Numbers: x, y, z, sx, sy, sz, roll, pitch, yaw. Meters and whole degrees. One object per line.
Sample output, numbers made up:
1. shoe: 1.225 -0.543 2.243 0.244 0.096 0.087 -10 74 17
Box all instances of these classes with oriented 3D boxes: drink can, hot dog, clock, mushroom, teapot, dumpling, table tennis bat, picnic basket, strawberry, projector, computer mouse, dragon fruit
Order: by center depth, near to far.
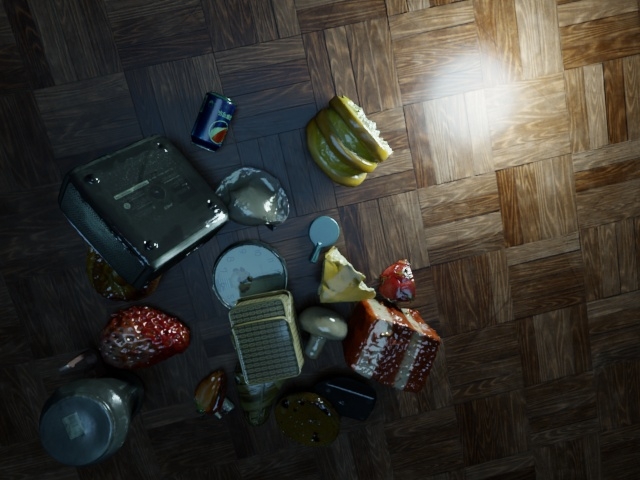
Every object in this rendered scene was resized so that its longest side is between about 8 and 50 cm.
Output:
1. projector: -0.586 -0.111 1.502 0.405 0.395 0.242 50 137 -4
2. drink can: -0.397 -0.434 1.628 0.118 0.118 0.205 23 99 -9
3. hot dog: -0.720 0.056 1.661 0.267 0.174 0.387 17 99 -17
4. teapot: -0.849 0.608 1.664 0.306 0.362 0.376 -24 91 -4
5. picnic basket: -0.200 0.359 1.670 0.228 0.175 0.312 -12 92 6
6. dumpling: -0.263 -0.151 1.693 0.293 0.163 0.204 9 66 -5
7. strawberry: -0.694 0.398 1.744 0.336 0.149 0.265 1 99 -7
8. mushroom: -0.006 0.355 1.769 0.209 0.206 0.206 -45 103 -22
9. clock: -0.283 0.153 1.779 0.313 0.061 0.312 -1 101 -4
10. table tennis bat: 0.000 0.000 1.792 0.124 0.033 0.201 20 96 -7
11. dragon fruit: 0.317 0.164 1.809 0.121 0.127 0.161 0 102 -13
12. strawberry: -0.450 0.643 1.842 0.140 0.085 0.192 -9 66 22
13. computer mouse: 0.101 0.657 1.882 0.269 0.100 0.170 18 120 0

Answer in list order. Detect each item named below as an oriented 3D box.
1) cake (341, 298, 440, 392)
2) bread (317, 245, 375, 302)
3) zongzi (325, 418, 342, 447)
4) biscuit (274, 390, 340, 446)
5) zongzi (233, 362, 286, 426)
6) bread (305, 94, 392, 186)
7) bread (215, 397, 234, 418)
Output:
1. cake: 0.272 0.408 1.772 0.320 0.269 0.270 19 99 -10
2. bread: 0.101 0.128 1.754 0.224 0.183 0.211 3 95 -8
3. zongzi: 0.054 0.849 1.945 0.119 0.055 0.109 -17 101 -2
4. biscuit: -0.053 0.751 1.870 0.296 0.075 0.296 8 116 18
5. zongzi: -0.195 0.620 1.843 0.288 0.134 0.286 -11 107 -5
6. bread: 0.093 -0.365 1.641 0.270 0.211 0.315 -39 99 4
7. bread: -0.420 0.709 1.886 0.083 0.035 0.070 -35 100 5
